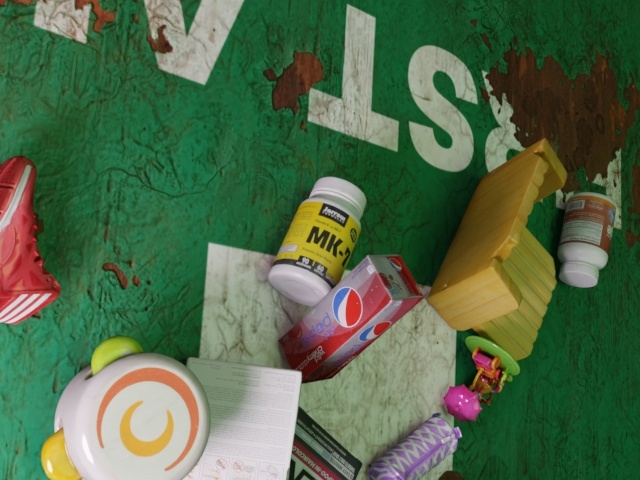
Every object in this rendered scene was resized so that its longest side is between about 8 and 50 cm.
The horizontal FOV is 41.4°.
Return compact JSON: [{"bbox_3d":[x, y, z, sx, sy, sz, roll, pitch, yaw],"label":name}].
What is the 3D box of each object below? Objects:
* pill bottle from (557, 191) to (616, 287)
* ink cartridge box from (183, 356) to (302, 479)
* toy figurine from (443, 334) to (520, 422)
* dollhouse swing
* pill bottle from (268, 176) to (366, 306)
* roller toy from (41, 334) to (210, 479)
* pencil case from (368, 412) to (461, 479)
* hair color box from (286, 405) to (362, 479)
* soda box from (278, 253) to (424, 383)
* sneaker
[{"bbox_3d":[0.651,0.000,2.084,0.121,0.121,0.216,33,63,-35],"label":"pill bottle"},{"bbox_3d":[-0.131,0.300,1.292,0.181,0.056,0.224,7,78,0],"label":"ink cartridge box"},{"bbox_3d":[0.323,0.310,1.769,0.159,0.130,0.173,-52,144,-19],"label":"toy figurine"},{"bbox_3d":[0.443,0.049,1.786,0.305,0.315,0.346,36,59,-11],"label":"dollhouse swing"},{"bbox_3d":[0.000,0.000,1.478,0.119,0.119,0.208,41,59,-32],"label":"pill bottle"},{"bbox_3d":[-0.264,0.255,1.179,0.191,0.146,0.209,30,67,-25],"label":"roller toy"},{"bbox_3d":[0.183,0.415,1.616,0.206,0.088,0.086,-28,102,-41],"label":"pencil case"},{"bbox_3d":[-0.096,0.464,1.333,0.185,0.114,0.374,47,57,-29],"label":"hair color box"},{"bbox_3d":[0.046,0.133,1.402,0.083,0.263,0.092,-1,55,-45],"label":"soda box"},{"bbox_3d":[-0.403,0.006,1.139,0.128,0.087,0.221,29,77,-46],"label":"sneaker"}]
